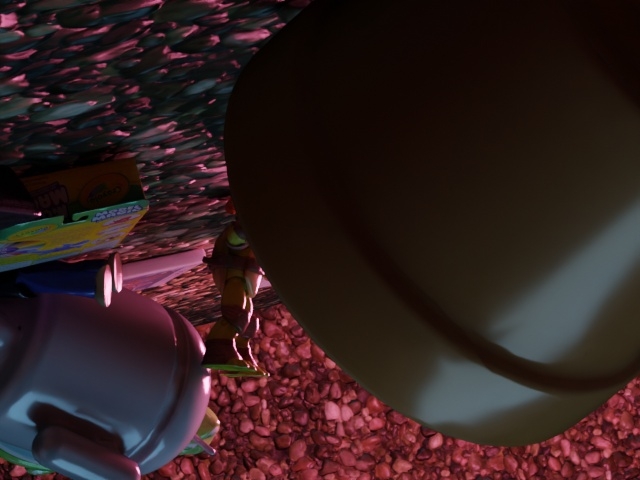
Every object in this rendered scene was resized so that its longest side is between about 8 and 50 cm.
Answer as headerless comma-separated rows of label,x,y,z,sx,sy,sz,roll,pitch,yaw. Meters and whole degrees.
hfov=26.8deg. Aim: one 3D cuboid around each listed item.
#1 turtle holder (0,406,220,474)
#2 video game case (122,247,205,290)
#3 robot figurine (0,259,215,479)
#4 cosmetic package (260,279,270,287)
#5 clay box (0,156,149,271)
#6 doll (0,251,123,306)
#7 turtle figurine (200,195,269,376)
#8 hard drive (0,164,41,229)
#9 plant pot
turtle holder,-0.308,0.188,1.687,0.243,0.320,0.227,-38,-175,-31
video game case,-0.285,0.057,1.895,0.201,0.023,0.183,-12,173,-29
robot figurine,-0.262,0.136,1.449,0.353,0.300,0.200,29,124,-37
cosmetic package,0.000,0.000,1.795,0.231,0.085,0.117,-15,174,-13
clay box,-0.226,-0.022,1.158,0.127,0.053,0.222,-13,173,-19
doll,-0.290,0.037,1.281,0.189,0.046,0.129,0,-162,8
turtle figurine,-0.087,0.035,1.467,0.087,0.217,0.269,6,168,-1
hard drive,-0.353,-0.006,0.976,0.254,0.054,0.172,-17,174,13
plant pot,0.120,-0.059,0.740,0.291,0.291,0.203,-9,156,-45
